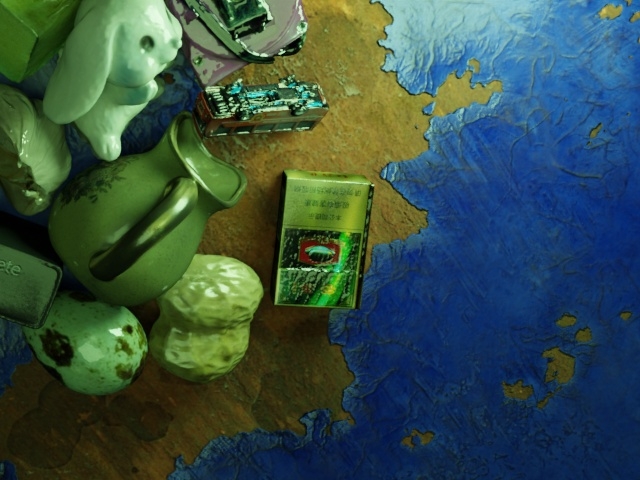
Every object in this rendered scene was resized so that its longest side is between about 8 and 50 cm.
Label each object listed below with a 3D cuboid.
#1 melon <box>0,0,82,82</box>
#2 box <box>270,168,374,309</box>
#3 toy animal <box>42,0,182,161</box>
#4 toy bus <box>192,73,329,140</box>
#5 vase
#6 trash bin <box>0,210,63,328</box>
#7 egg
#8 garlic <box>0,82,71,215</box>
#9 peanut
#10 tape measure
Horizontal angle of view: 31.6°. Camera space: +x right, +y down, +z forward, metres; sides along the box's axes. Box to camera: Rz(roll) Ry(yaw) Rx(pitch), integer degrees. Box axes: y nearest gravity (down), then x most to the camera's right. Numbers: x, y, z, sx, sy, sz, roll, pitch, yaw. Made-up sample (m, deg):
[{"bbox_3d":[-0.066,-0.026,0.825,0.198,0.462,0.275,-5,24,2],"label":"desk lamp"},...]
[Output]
[{"bbox_3d":[-0.492,-0.459,1.715,0.331,0.226,0.343,-43,97,16],"label":"melon"},{"bbox_3d":[0.000,0.000,2.008,0.159,0.071,0.240,2,106,-13],"label":"box"},{"bbox_3d":[-0.318,-0.290,1.763,0.174,0.249,0.289,28,118,-8],"label":"toy animal"},{"bbox_3d":[-0.100,-0.216,1.871,0.235,0.073,0.096,-9,153,-31],"label":"toy bus"},{"bbox_3d":[-0.274,-0.039,1.812,0.302,0.329,0.241,-39,105,4],"label":"vase"},{"bbox_3d":[-0.508,0.034,1.849,0.165,0.225,0.115,20,103,-15],"label":"trash bin"},{"bbox_3d":[-0.407,0.169,1.941,0.231,0.169,0.169,33,99,-7],"label":"egg"},{"bbox_3d":[-0.475,-0.154,1.838,0.143,0.178,0.229,-31,134,-32],"label":"garlic"},{"bbox_3d":[-0.204,0.138,1.994,0.196,0.110,0.233,6,108,-23],"label":"peanut"},{"bbox_3d":[-0.139,-0.383,1.824,0.231,0.149,0.245,-29,109,2],"label":"tape measure"}]
